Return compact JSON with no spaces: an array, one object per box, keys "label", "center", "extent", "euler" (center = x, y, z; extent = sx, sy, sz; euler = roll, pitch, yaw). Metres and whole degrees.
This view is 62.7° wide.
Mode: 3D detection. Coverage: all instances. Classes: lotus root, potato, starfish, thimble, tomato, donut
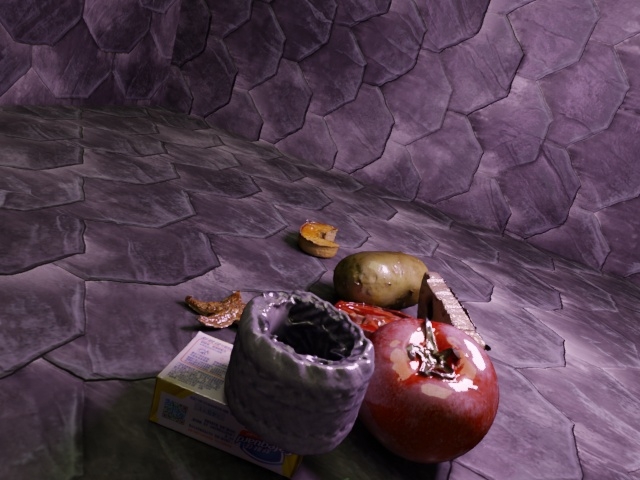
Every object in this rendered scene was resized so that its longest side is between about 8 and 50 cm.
[{"label":"lotus root","center":[0.310,0.222,1.321],"extent":[0.075,0.170,0.260],"euler":[0,35,-23]},{"label":"potato","center":[0.174,0.113,1.473],"extent":[0.308,0.172,0.210],"euler":[4,-7,-31]},{"label":"starfish","center":[-0.198,0.168,1.233],"extent":[0.241,0.043,0.227],"euler":[24,22,11]},{"label":"thimble","center":[-0.035,0.196,0.835],"extent":[0.217,0.157,0.245],"euler":[6,23,-30]},{"label":"tomato","center":[0.124,0.225,1.267],"extent":[0.228,0.101,0.228],"euler":[14,12,-3]},{"label":"donut","center":[-0.011,-0.002,1.787],"extent":[0.146,0.078,0.181],"euler":[13,27,-9]},{"label":"tomato","center":[0.191,0.280,0.981],"extent":[0.271,0.226,0.270],"euler":[4,37,-3]}]

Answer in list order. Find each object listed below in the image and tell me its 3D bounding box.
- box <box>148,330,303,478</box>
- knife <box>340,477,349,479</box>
[{"label":"box","center":[-0.135,0.277,0.911],"extent":[0.265,0.097,0.168],"euler":[19,20,5]},{"label":"knife","center":[0.077,0.439,0.774],"extent":[0.054,0.015,0.212],"euler":[2,25,-35]}]
